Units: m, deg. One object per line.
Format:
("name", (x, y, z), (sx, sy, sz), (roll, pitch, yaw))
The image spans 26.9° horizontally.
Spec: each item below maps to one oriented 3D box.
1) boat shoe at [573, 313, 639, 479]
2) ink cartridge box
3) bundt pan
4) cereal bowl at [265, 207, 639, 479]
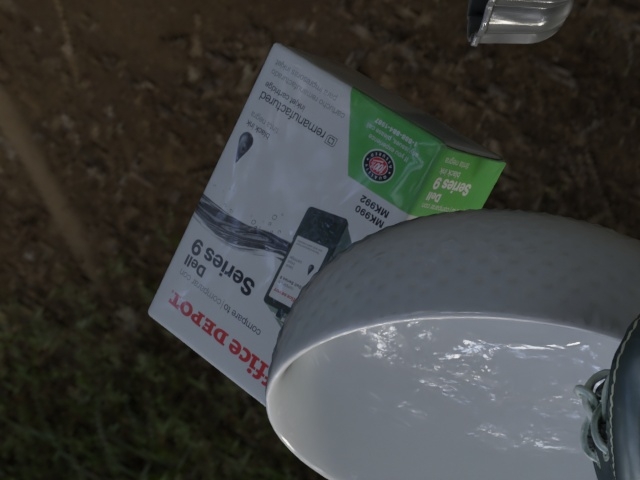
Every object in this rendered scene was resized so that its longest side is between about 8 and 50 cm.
("boat shoe", (0.179, 0.125, 0.745), (0.099, 0.116, 0.319), (23, 159, 29))
("ink cartridge box", (0.000, 0.000, 1.220), (0.211, 0.289, 0.121), (34, -165, 31))
("bundt pan", (0.284, -0.410, 1.754), (0.124, 0.331, 0.331), (9, 148, -2))
("cereal bowl", (0.137, 0.083, 0.947), (0.338, 0.141, 0.339), (10, 147, 6))
